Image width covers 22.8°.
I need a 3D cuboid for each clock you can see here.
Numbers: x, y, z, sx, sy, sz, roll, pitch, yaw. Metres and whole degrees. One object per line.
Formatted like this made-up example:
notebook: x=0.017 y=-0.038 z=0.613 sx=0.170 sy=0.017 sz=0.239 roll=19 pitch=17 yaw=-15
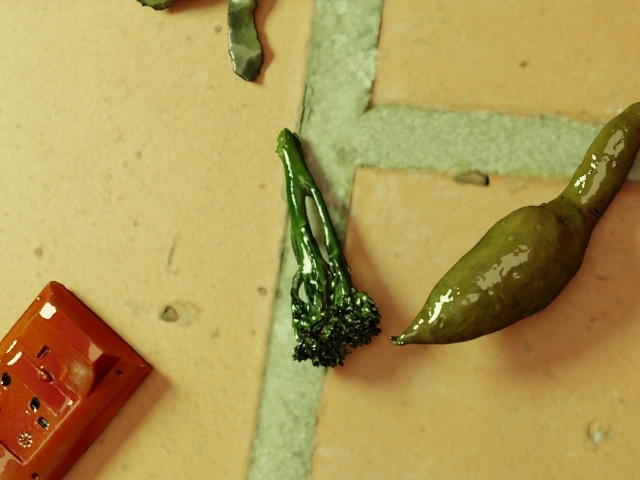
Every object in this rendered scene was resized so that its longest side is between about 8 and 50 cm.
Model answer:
clock: x=-0.231 y=0.125 z=1.292 sx=0.113 sy=0.061 sz=0.155 roll=40 pitch=94 yaw=16

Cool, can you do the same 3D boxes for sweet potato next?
sweet potato: x=0.168 y=0.003 z=1.204 sx=0.269 sy=0.075 sz=0.075 roll=-44 pitch=73 yaw=-5

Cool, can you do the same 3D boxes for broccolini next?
broccolini: x=-0.001 y=0.005 z=1.269 sx=0.074 sy=0.058 sz=0.201 roll=-10 pitch=63 yaw=-2

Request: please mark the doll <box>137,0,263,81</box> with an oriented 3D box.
doll: x=-0.034 y=-0.261 z=1.289 sx=0.286 sy=0.091 sz=0.202 roll=-24 pitch=109 yaw=21
